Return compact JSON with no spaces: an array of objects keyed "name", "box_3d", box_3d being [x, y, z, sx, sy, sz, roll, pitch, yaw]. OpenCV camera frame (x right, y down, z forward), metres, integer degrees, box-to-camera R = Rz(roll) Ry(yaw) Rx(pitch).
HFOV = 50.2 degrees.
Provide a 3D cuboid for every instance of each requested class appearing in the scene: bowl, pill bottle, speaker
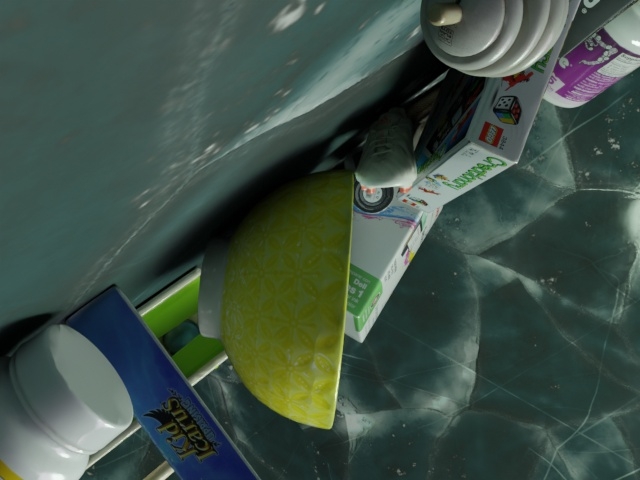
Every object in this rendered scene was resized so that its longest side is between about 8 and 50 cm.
[{"name":"bowl","box_3d":[-0.051,0.058,0.774,0.156,0.289,0.289,5,179,1]},{"name":"pill bottle","box_3d":[-0.258,0.166,0.524,0.208,0.119,0.119,-38,179,0]},{"name":"pill bottle","box_3d":[0.508,-0.371,1.195,0.169,0.169,0.301,-37,178,-27]},{"name":"speaker","box_3d":[0.062,-0.083,0.905,0.055,0.055,0.136,-38,-162,13]}]

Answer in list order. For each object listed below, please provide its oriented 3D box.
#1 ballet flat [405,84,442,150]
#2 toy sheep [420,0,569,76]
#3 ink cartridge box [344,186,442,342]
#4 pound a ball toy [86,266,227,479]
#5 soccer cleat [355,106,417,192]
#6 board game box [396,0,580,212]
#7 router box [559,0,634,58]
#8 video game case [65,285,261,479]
[{"name":"ballet flat","box_3d":[0.142,-0.173,0.969,0.250,0.058,0.084,-43,146,-44]},{"name":"toy sheep","box_3d":[0.103,-0.140,0.404,0.132,0.091,0.091,-17,165,-42]},{"name":"ink cartridge box","box_3d":[0.085,-0.002,1.066,0.278,0.117,0.201,-58,166,-13]},{"name":"pound a ball toy","box_3d":[-0.234,0.215,0.898,0.319,0.208,0.136,-38,178,-28]},{"name":"soccer cleat","box_3d":[0.076,-0.104,0.772,0.068,0.076,0.196,1,-161,9]},{"name":"board game box","box_3d":[0.168,-0.146,0.740,0.305,0.053,0.193,134,-21,-82]},{"name":"router box","box_3d":[0.428,-0.375,0.815,0.243,0.081,0.309,-37,179,-29]},{"name":"video game case","box_3d":[-0.151,0.185,0.722,0.061,0.269,0.244,-36,178,-15]}]
